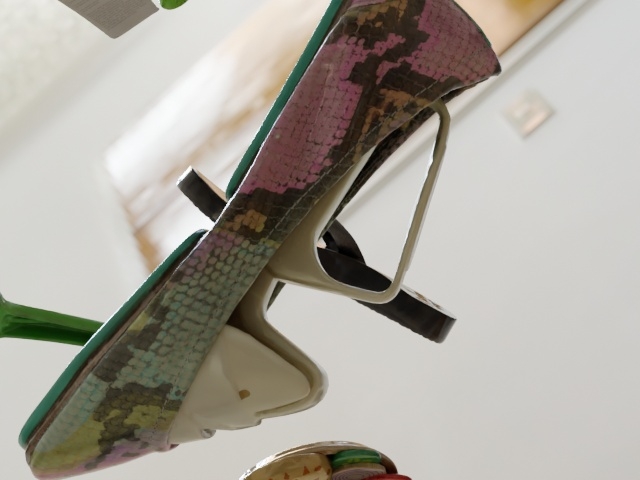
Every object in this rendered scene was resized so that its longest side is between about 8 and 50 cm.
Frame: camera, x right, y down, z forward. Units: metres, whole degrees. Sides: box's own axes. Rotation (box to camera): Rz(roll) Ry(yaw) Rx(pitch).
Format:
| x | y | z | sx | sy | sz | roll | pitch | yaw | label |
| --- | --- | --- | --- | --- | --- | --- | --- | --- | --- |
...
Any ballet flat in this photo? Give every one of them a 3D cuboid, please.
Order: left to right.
| x | y | z | sx | sy | sz | roll | pitch | yaw | label |
| --- | --- | --- | --- | --- | --- | --- | --- | --- | --- |
| -0.014 | 0.008 | 0.625 | 0.079 | 0.221 | 0.077 | 36 | 180 | 6 | ballet flat |

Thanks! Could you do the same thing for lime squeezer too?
| x | y | z | sx | sy | sz | roll | pitch | yaw | label |
| --- | --- | --- | --- | --- | --- | --- | --- | --- | --- |
| -0.206 | 0.052 | 0.944 | 0.310 | 0.059 | 0.110 | -9 | -151 | -39 | lime squeezer |

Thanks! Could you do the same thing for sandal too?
| x | y | z | sx | sy | sz | roll | pitch | yaw | label |
| --- | --- | --- | --- | --- | --- | --- | --- | --- | --- |
| 0.000 | 0.000 | 1.445 | 0.254 | 0.054 | 0.097 | 28 | -175 | -17 | sandal |

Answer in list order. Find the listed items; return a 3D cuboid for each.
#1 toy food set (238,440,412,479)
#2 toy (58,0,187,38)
| x | y | z | sx | sy | sz | roll | pitch | yaw | label |
| --- | --- | --- | --- | --- | --- | --- | --- | --- | --- |
| -0.002 | 0.114 | 0.799 | 0.083 | 0.083 | 0.020 | 0 | -129 | -22 | toy food set |
| -0.174 | -0.236 | 1.231 | 0.237 | 0.137 | 0.056 | 35 | -140 | -41 | toy |
